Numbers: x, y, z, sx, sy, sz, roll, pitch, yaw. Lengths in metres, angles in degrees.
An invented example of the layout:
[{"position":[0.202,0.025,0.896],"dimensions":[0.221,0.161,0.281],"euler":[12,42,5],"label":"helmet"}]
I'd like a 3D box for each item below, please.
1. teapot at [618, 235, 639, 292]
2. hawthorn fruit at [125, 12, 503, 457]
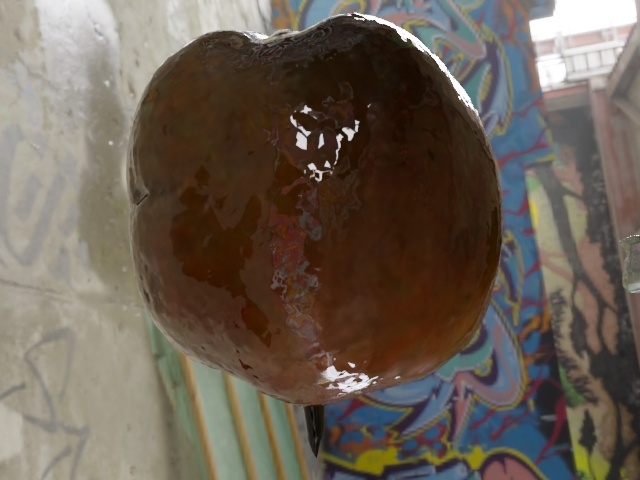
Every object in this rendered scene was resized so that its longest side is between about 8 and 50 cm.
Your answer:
[{"position":[0.389,0.027,0.952],"dimensions":[0.083,0.064,0.064],"euler":[43,36,-68],"label":"teapot"},{"position":[0.000,0.000,0.569],"dimensions":[0.268,0.268,0.300],"euler":[47,36,-73],"label":"hawthorn fruit"}]
